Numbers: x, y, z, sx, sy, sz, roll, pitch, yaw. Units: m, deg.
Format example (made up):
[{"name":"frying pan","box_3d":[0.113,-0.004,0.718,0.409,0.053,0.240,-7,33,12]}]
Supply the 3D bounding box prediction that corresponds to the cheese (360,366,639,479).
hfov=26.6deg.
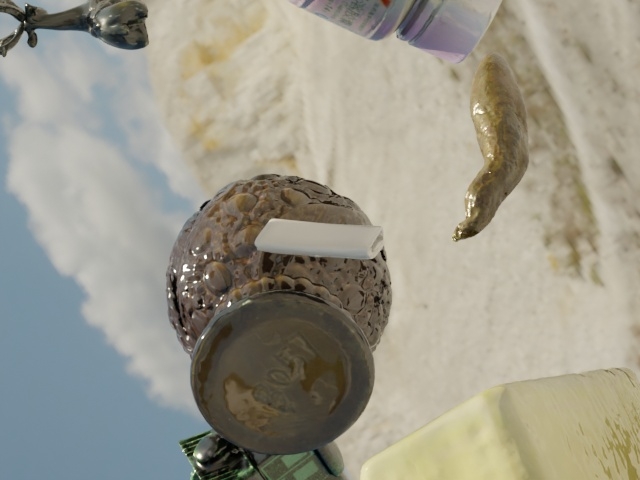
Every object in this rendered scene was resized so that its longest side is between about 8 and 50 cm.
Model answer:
[{"name":"cheese","box_3d":[0.155,0.217,0.772,0.242,0.124,0.265,8,-123,-63]}]

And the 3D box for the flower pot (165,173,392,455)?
[{"name":"flower pot","box_3d":[-0.045,0.091,1.508,0.266,0.266,0.267,53,-167,-21]}]

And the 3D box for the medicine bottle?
[{"name":"medicine bottle","box_3d":[0.114,-0.415,2.032,0.302,0.241,0.241,23,-163,-10]}]

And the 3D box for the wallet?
[{"name":"wallet","box_3d":[0.000,0.000,1.370,0.061,0.122,0.025,-48,-41,-64]}]

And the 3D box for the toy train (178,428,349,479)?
[{"name":"toy train","box_3d":[-0.031,0.330,1.659,0.330,0.178,0.138,58,172,-34]}]

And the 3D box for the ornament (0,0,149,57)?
[{"name":"ornament","box_3d":[-0.363,-0.290,1.841,0.202,0.236,0.080,-136,42,-63]}]

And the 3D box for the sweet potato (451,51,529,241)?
[{"name":"sweet potato","box_3d":[0.113,-0.063,0.864,0.038,0.041,0.153,42,-135,-37]}]
